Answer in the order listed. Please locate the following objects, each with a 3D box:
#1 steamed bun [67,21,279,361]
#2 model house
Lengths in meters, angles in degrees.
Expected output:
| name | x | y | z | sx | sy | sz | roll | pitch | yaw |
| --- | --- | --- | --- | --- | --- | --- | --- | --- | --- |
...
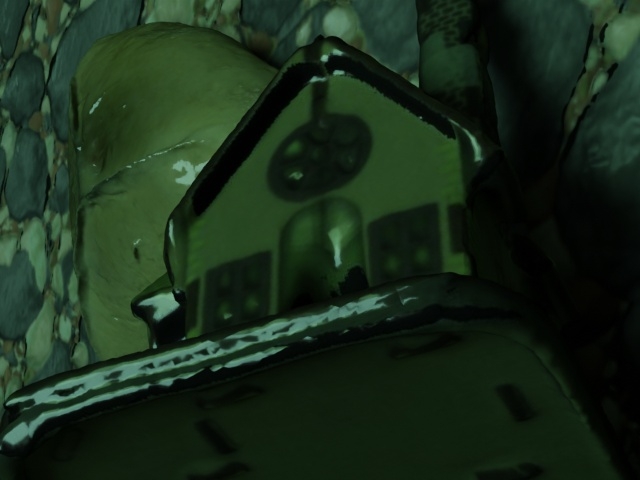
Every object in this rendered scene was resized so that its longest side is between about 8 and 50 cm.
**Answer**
| name | x | y | z | sx | sy | sz | roll | pitch | yaw |
| --- | --- | --- | --- | --- | --- | --- | --- | --- | --- |
| steamed bun | -0.089 | -0.041 | 0.801 | 0.212 | 0.110 | 0.231 | -23 | 71 | 52 |
| model house | 0.000 | 0.000 | 0.610 | 0.218 | 0.205 | 0.279 | -16 | 47 | 16 |
